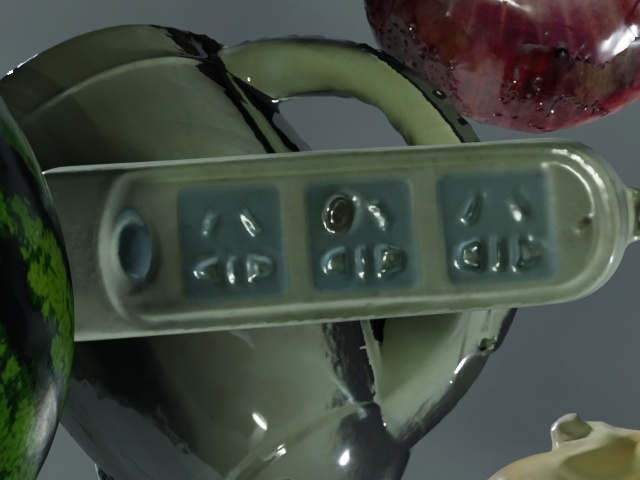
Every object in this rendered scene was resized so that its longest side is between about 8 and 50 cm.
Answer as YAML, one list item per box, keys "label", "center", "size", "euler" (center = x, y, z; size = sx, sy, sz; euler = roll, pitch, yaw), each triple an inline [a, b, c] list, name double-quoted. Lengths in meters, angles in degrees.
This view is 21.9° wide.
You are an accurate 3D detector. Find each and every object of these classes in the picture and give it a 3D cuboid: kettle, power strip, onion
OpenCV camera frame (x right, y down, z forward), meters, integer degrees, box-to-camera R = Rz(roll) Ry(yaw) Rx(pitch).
- label: "kettle"
  center: [-0.037, 0.026, 1.013]
  size: [0.324, 0.321, 0.228]
  euler: [52, 3, 30]
- label: "power strip"
  center: [0.001, 0.000, 0.725]
  size: [0.286, 0.080, 0.048]
  euler: [-3, 4, 16]
- label: "onion"
  center: [0.147, -0.192, 1.209]
  size: [0.252, 0.252, 0.219]
  euler: [25, -15, 7]

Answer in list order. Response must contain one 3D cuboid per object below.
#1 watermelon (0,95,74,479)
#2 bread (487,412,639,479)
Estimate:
- label: "watermelon"
  center: [-0.218, 0.021, 0.546]
  size: [0.269, 0.269, 0.269]
  euler: [20, 18, -7]
- label: "bread"
  center: [0.306, 0.280, 1.076]
  size: [0.376, 0.253, 0.348]
  euler: [-10, 28, -17]
